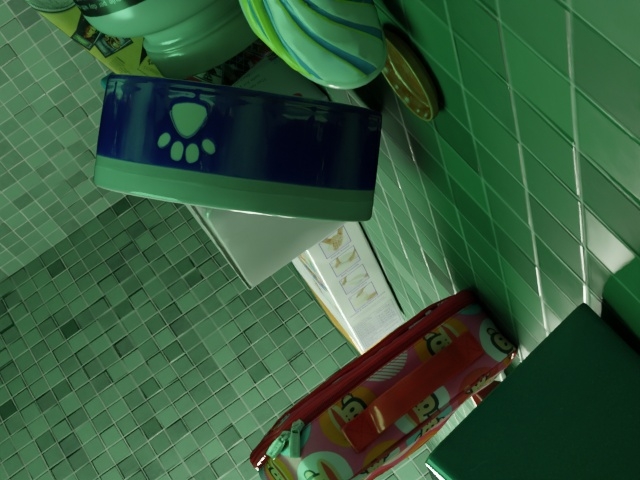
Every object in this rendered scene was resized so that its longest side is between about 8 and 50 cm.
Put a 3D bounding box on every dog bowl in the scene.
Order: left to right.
[{"bbox_3d":[-0.076,-0.087,1.020,0.265,0.265,0.104,-151,68,-77],"label":"dog bowl"}]

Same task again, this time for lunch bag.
[{"bbox_3d":[0.071,0.182,1.175,0.120,0.293,0.258,53,159,10],"label":"lunch bag"}]

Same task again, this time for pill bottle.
[{"bbox_3d":[-0.167,-0.301,0.903,0.323,0.181,0.181,58,173,-30],"label":"pill bottle"}]

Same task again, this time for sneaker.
[{"bbox_3d":[-0.030,-0.215,0.744,0.240,0.091,0.126,55,174,1],"label":"sneaker"}]

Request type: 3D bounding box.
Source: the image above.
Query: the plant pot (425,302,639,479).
[{"bbox_3d":[0.223,0.203,0.792,0.234,0.166,0.165,43,170,25],"label":"plant pot"}]

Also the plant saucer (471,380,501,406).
[{"bbox_3d":[0.295,0.298,1.304,0.258,0.048,0.259,59,172,-35],"label":"plant saucer"}]

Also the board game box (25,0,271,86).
[{"bbox_3d":[-0.174,-0.243,1.089,0.243,0.165,0.042,39,-149,-28],"label":"board game box"}]

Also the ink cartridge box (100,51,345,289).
[{"bbox_3d":[-0.103,-0.123,1.339,0.270,0.198,0.197,50,172,42],"label":"ink cartridge box"}]

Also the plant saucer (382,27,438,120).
[{"bbox_3d":[0.066,-0.130,0.837,0.083,0.013,0.083,53,173,9],"label":"plant saucer"}]

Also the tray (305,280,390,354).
[{"bbox_3d":[-0.007,0.043,2.152,0.411,0.076,0.203,58,173,-26],"label":"tray"}]

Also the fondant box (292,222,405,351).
[{"bbox_3d":[0.000,0.000,1.735,0.238,0.096,0.330,50,174,39],"label":"fondant box"}]
